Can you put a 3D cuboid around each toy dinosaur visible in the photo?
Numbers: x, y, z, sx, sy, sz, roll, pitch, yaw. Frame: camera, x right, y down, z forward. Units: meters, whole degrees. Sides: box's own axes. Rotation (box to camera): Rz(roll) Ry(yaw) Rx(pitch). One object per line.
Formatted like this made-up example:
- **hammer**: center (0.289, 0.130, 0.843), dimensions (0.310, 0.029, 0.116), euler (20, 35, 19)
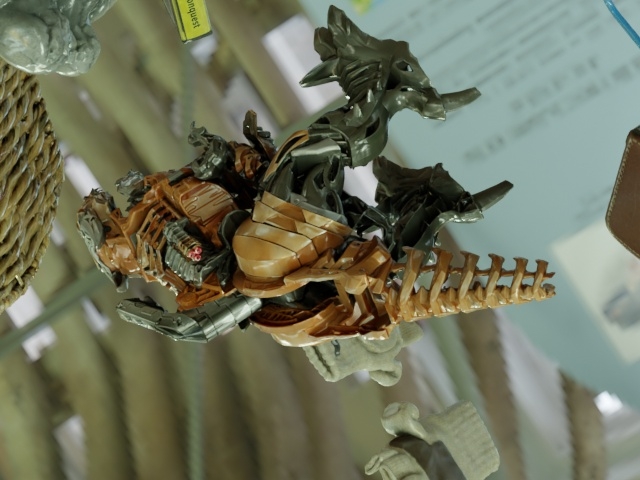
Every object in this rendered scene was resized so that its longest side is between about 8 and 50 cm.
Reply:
- **toy dinosaur**: center (0.000, 0.000, 1.164), dimensions (0.218, 0.322, 0.164), euler (-47, 154, -32)

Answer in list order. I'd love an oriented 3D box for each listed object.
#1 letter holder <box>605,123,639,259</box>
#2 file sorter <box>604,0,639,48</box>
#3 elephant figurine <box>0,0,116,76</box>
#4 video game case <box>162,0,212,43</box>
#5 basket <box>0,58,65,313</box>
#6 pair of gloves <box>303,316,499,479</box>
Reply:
- **letter holder**: center (0.417, 0.026, 1.726), dimensions (0.152, 0.302, 0.214), euler (-33, 146, -39)
- **file sorter**: center (0.259, -0.157, 1.062), dimensions (0.170, 0.118, 0.104), euler (-40, -178, -9)
- **elephant figurine**: center (-0.101, -0.212, 0.967), dimensions (0.239, 0.186, 0.169), euler (-45, -153, 16)
- **video game case**: center (-0.180, -0.366, 1.849), dimensions (0.035, 0.275, 0.248), euler (-20, 138, -8)
- **basket**: center (-0.391, -0.040, 1.789), dimensions (0.223, 0.213, 0.299), euler (-8, -151, 14)
- **pair of gloves**: center (0.063, 0.140, 1.687), dimensions (0.042, 0.240, 0.204), euler (-32, -179, 25)
